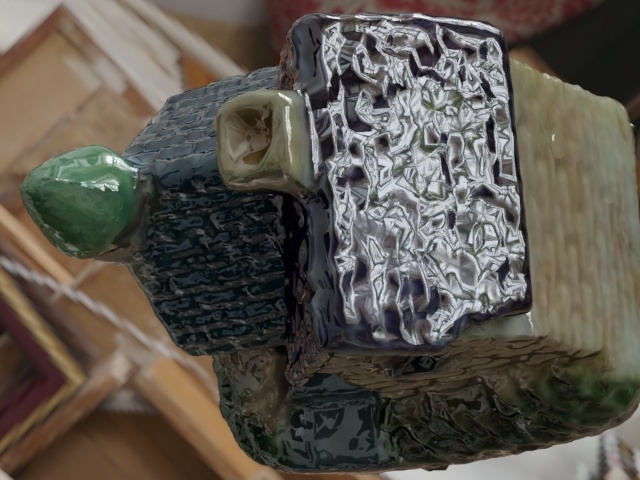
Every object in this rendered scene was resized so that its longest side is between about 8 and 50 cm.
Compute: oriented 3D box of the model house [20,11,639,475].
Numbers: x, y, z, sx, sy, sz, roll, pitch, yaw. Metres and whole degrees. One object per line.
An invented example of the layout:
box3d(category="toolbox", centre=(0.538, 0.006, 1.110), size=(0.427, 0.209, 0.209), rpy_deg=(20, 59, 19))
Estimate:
box3d(category="model house", centre=(0.001, -0.002, 0.987), size=(0.298, 0.284, 0.243), rpy_deg=(-12, 69, 31))
